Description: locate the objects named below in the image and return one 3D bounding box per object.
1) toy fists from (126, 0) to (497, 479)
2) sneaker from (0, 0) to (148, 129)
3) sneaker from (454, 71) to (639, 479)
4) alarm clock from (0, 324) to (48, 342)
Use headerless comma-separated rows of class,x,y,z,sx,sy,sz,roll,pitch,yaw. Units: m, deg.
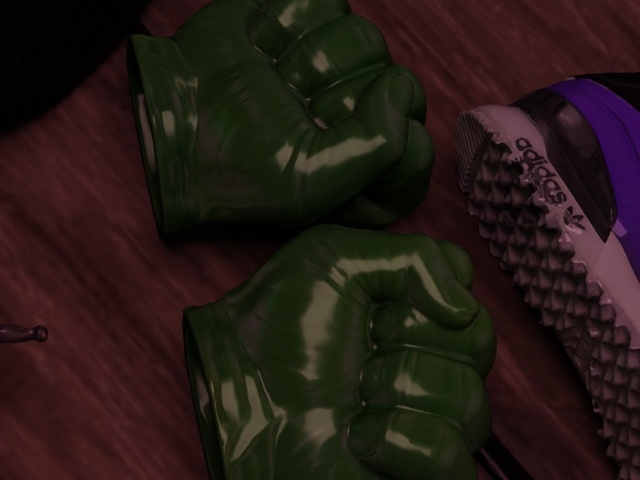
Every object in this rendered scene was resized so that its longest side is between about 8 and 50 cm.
toy fists,0.000,0.000,0.776,0.142,0.096,0.279,-10,66,-12
sneaker,-0.146,-0.183,0.836,0.146,0.122,0.330,30,61,16
sneaker,0.192,0.035,0.778,0.146,0.102,0.293,-22,70,-16
alarm clock,-0.230,0.038,0.722,0.192,0.129,0.064,-16,64,16
